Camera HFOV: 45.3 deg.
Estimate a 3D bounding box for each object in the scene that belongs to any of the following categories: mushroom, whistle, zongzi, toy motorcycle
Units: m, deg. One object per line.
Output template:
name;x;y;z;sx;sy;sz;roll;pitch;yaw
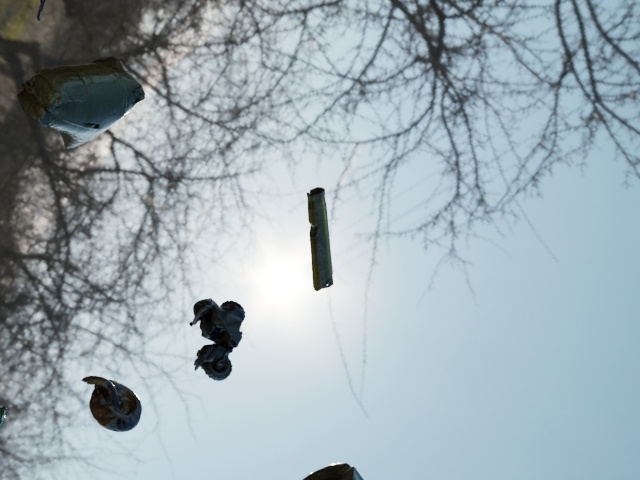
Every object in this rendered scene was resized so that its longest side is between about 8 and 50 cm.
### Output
mushroom;-0.500;0.382;1.813;0.080;0.171;0.135;-33;-160;10
whistle;0.001;0.000;2.264;0.057;0.067;0.327;38;-42;55
zongzi;-0.558;-0.257;1.639;0.300;0.145;0.274;-36;177;33
toy motorcycle;-0.300;0.261;2.150;0.106;0.159;0.271;-49;-160;41

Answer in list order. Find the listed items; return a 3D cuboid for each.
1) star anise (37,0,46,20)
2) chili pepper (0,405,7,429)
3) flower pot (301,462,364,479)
star anise;-0.497;-0.468;1.314;0.070;0.097;0.191;-70;175;-57
chili pepper;-0.782;0.474;1.751;0.227;0.059;0.088;-56;-167;2
flower pot;0.052;0.628;1.611;0.290;0.259;0.290;-27;-173;3
